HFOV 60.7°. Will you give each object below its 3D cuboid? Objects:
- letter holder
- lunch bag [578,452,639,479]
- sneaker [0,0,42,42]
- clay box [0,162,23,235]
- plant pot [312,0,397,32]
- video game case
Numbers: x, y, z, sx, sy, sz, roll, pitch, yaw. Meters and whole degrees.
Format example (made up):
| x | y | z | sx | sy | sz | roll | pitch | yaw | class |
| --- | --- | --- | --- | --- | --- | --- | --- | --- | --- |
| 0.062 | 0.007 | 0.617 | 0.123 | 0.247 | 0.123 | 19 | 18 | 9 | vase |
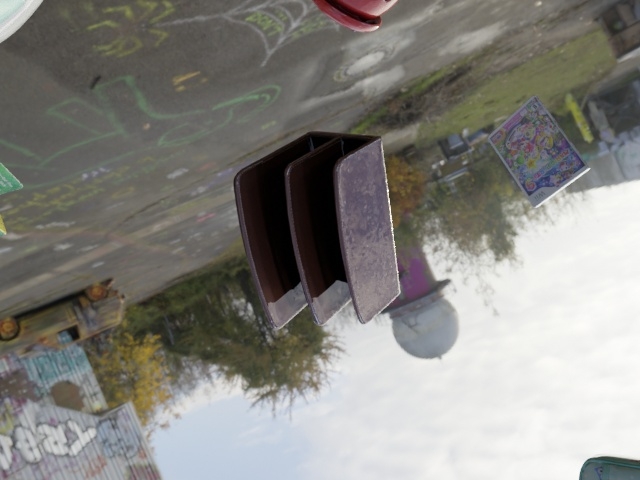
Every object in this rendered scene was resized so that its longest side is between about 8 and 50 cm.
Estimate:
| x | y | z | sx | sy | sz | roll | pitch | yaw | class |
| --- | --- | --- | --- | --- | --- | --- | --- | --- | --- |
| 0.000 | 0.000 | 0.907 | 0.151 | 0.302 | 0.214 | 13 | -144 | 38 | letter holder |
| 0.625 | 0.577 | 1.080 | 0.223 | 0.280 | 0.107 | -3 | 168 | 34 | lunch bag |
| -0.205 | -0.140 | 0.237 | 0.256 | 0.094 | 0.151 | -51 | -163 | -30 | sneaker |
| -0.388 | -0.016 | 0.472 | 0.221 | 0.053 | 0.127 | -24 | 161 | -11 | clay box |
| 0.075 | -0.512 | 1.044 | 0.191 | 0.191 | 0.174 | -22 | 155 | -49 | plant pot |
| 0.287 | -0.118 | 0.730 | 0.011 | 0.122 | 0.087 | -8 | 153 | -42 | video game case |
